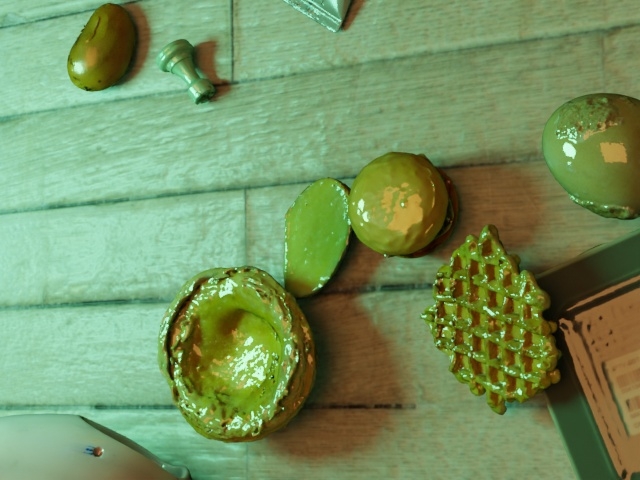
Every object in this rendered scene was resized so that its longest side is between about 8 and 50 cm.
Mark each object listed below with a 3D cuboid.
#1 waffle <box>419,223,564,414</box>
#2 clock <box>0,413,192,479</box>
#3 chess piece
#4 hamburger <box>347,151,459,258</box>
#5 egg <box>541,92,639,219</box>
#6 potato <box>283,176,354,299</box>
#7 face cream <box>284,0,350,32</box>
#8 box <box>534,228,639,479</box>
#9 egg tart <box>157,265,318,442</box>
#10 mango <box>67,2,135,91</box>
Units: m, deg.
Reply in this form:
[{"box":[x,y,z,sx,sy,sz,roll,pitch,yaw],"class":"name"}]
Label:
[{"box":[0.234,0.113,1.651,0.237,0.059,0.243,66,148,24],"class":"waffle"},{"box":[-0.385,0.391,1.820,0.377,0.368,0.250,21,82,-10],"class":"clock"},{"box":[-0.218,-0.276,1.998,0.067,0.067,0.103,-42,76,17],"class":"chess piece"},{"box":[0.120,-0.051,1.760,0.162,0.115,0.162,-4,81,25],"class":"hamburger"},{"box":[0.388,-0.113,1.604,0.201,0.164,0.164,32,99,28],"class":"egg"},{"box":[0.000,0.000,1.854,0.119,0.054,0.197,16,96,28],"class":"potato"},{"box":[0.041,-0.493,1.878,0.143,0.089,0.314,37,109,25],"class":"face cream"},{"box":[0.468,0.160,1.568,0.367,0.090,0.373,-27,73,22],"class":"box"},{"box":[-0.122,0.173,1.859,0.288,0.118,0.288,-2,85,28],"class":"egg tart"},{"box":[-0.374,-0.331,2.071,0.105,0.084,0.159,21,94,22],"class":"mango"}]
